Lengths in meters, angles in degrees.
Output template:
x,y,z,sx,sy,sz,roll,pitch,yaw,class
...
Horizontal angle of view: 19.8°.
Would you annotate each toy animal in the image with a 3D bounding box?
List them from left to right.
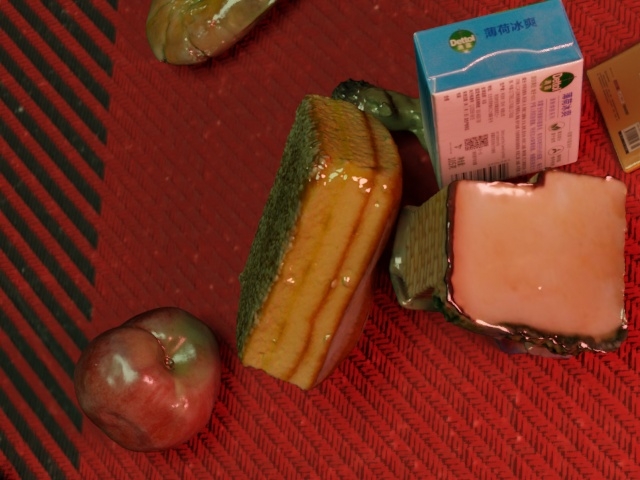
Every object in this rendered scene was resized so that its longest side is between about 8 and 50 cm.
x,y,z,sx,sy,sz,roll,pitch,yaw,class
0.083,-0.116,1.843,0.219,0.086,0.069,25,128,31,toy animal

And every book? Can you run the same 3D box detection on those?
x,y,z,sx,sy,sz,roll,pitch,yaw,class
0.342,-0.150,1.723,0.172,0.012,0.118,-27,61,24,book

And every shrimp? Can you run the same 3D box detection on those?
x,y,z,sx,sy,sz,roll,pitch,yaw,class
-0.084,-0.292,2.022,0.267,0.061,0.145,-33,50,23,shrimp

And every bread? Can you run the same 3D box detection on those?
x,y,z,sx,sy,sz,roll,pitch,yaw,class
0.000,0.000,1.775,0.184,0.110,0.234,-97,25,-63,bread

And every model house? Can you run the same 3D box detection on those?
x,y,z,sx,sy,sz,roll,pitch,yaw,class
0.165,0.028,1.690,0.172,0.182,0.167,149,126,-67,model house

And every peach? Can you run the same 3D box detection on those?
x,y,z,sx,sy,sz,roll,pitch,yaw,class
-0.186,0.143,1.901,0.152,0.152,0.152,-11,69,30,peach

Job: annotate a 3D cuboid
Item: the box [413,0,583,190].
x,y,z,sx,sy,sz,roll,pitch,yaw,class
0.165,-0.130,1.696,0.139,0.194,0.073,-14,63,-1,box
